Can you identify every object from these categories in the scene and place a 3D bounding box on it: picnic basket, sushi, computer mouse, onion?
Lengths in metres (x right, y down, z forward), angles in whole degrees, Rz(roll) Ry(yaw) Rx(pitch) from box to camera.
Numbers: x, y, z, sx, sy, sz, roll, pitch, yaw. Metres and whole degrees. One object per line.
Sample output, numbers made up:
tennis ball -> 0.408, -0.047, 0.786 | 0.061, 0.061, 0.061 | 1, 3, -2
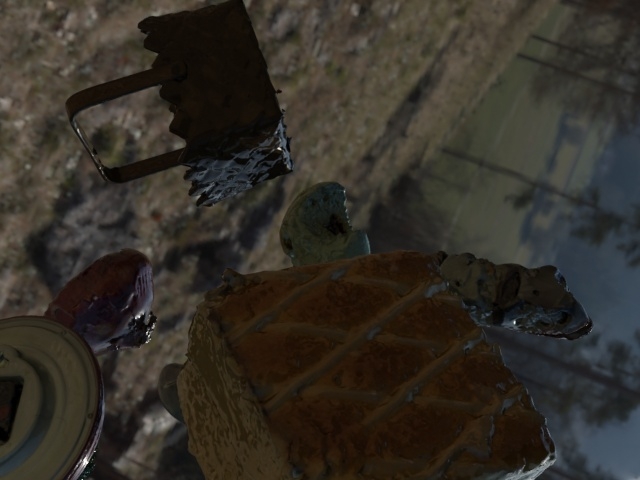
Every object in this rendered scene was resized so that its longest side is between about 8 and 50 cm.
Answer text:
picnic basket -> -0.223, -0.204, 1.841 | 0.254, 0.321, 0.291 | 74, -4, -67
sushi -> 0.353, 0.103, 2.200 | 0.130, 0.332, 0.124 | 67, 37, -51
computer mouse -> -0.236, 0.330, 2.447 | 0.379, 0.167, 0.090 | -22, -153, 51
onion -> -0.369, 0.129, 2.028 | 0.230, 0.163, 0.230 | -42, 177, -3

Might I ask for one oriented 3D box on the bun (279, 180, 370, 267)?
bun -> 0.000, 0.000, 2.053 | 0.127, 0.212, 0.203 | -12, 114, -20

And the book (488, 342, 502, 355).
book -> 0.208, 0.363, 1.913 | 0.032, 0.269, 0.388 | 68, 9, -53

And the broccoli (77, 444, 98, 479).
broccoli -> -0.520, 0.402, 2.229 | 0.156, 0.195, 0.195 | -85, -178, -46

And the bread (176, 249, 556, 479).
bread -> 0.038, 0.229, 1.479 | 0.390, 0.371, 0.279 | -7, 139, -36

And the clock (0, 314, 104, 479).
clock -> -0.441, 0.243, 1.579 | 0.318, 0.319, 0.080 | -63, 148, -20
